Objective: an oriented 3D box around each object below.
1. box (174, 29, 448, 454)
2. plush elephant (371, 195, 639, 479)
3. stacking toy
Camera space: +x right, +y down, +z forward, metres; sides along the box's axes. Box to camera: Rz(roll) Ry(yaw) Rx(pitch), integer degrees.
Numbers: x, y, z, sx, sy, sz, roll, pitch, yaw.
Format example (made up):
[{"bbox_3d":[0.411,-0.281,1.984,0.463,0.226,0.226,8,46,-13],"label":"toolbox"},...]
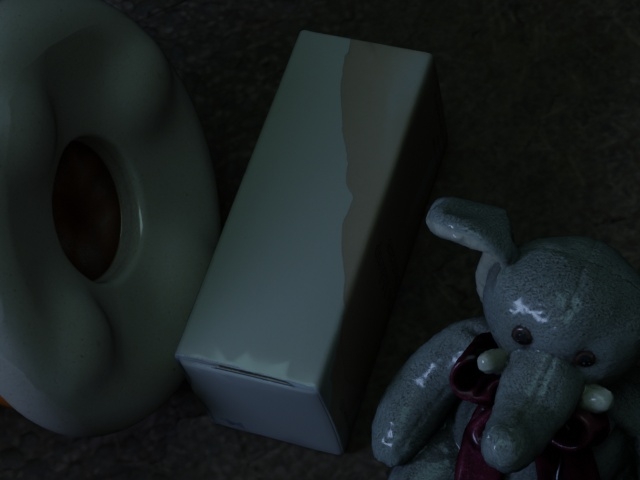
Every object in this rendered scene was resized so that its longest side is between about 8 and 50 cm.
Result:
[{"bbox_3d":[0.000,0.000,1.357,0.121,0.148,0.311,12,66,16],"label":"box"},{"bbox_3d":[0.168,0.109,1.201,0.272,0.255,0.330,17,66,19],"label":"plush elephant"},{"bbox_3d":[-0.353,-0.003,1.386,0.480,0.350,0.350,-7,59,29],"label":"stacking toy"}]
